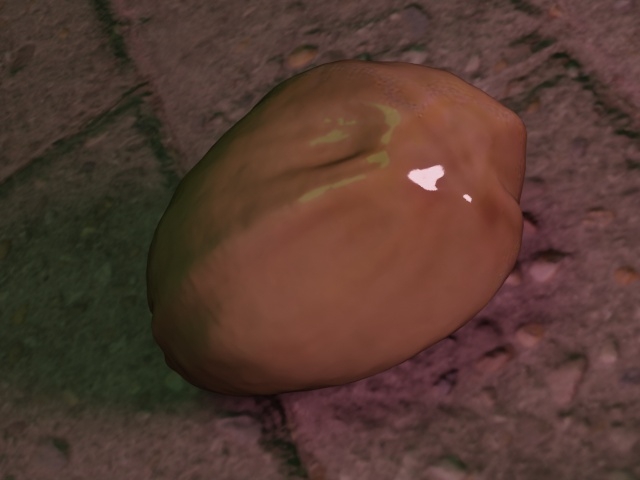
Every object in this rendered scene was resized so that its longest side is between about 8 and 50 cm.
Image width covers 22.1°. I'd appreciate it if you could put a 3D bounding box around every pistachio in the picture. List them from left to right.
[{"bbox_3d":[0.000,0.000,1.142,0.332,0.207,0.226,-35,-7,28],"label":"pistachio"}]
